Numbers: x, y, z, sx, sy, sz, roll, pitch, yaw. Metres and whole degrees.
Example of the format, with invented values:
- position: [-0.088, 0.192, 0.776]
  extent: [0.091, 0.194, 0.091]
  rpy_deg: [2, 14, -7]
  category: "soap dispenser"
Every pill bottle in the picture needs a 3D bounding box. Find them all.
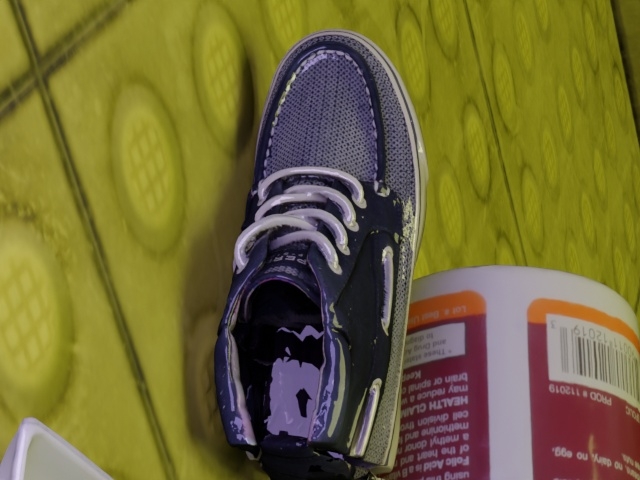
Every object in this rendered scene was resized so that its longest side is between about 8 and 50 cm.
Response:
- position: [0.139, 0.237, 1.342]
  extent: [0.224, 0.224, 0.392]
  rpy_deg: [51, 36, -57]
  category: "pill bottle"

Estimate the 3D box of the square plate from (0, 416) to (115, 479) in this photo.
- position: [-0.100, 0.312, 0.882]
  extent: [0.344, 0.049, 0.347]
  rpy_deg: [55, 33, -55]
  category: "square plate"

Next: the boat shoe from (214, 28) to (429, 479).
- position: [0.000, 0.000, 1.171]
  extent: [0.158, 0.127, 0.341]
  rpy_deg: [51, 36, -70]
  category: "boat shoe"
